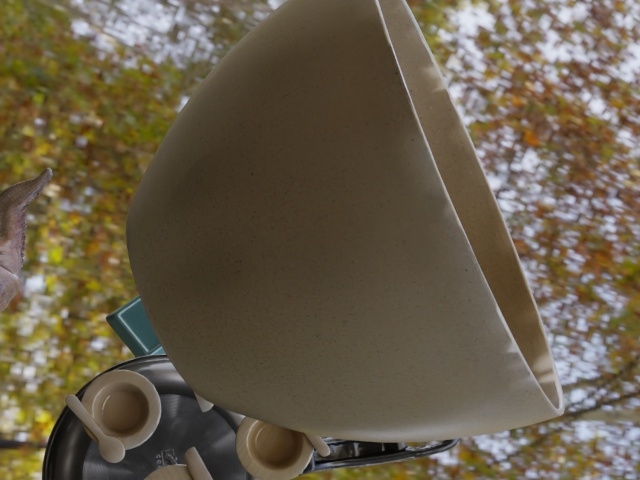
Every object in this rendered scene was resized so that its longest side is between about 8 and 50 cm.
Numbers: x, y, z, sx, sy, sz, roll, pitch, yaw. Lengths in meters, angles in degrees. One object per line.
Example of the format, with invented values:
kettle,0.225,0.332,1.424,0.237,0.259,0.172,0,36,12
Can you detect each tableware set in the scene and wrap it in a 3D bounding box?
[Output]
tableware set,-0.084,0.131,0.978,0.169,0.020,0.141,-34,-94,-9

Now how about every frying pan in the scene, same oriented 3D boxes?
frying pan,-0.061,0.204,1.122,0.326,0.053,0.197,15,-101,-2

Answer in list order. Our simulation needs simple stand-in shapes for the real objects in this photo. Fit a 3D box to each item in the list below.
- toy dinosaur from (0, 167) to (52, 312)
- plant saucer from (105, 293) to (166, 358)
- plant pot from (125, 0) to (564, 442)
toy dinosaur,-0.329,0.059,1.222,0.296,0.200,0.127,-43,-149,-9
plant saucer,-0.116,0.045,1.385,0.192,0.018,0.067,-36,-104,-21
plant pot,0.000,0.000,0.821,0.191,0.284,0.284,-22,-115,11
